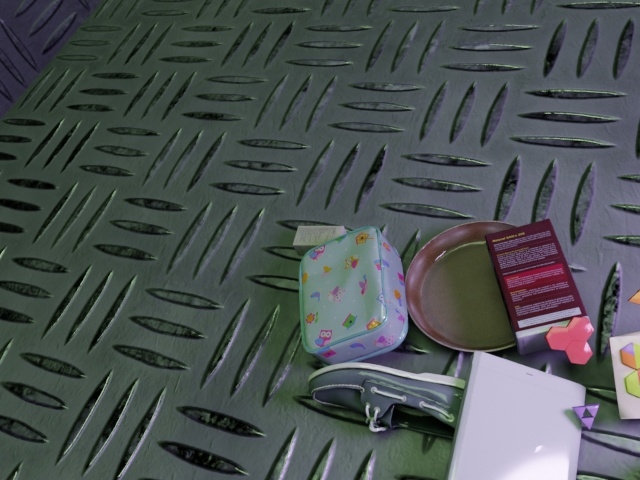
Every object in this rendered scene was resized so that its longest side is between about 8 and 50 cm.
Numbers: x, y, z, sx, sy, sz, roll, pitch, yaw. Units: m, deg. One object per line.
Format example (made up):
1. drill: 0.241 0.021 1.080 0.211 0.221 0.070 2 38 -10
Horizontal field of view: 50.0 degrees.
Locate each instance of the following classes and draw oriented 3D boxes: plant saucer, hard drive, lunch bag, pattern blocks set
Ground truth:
1. plant saucer: 0.325 0.095 1.382 0.310 0.050 0.311 -11 49 14
2. hard drive: 0.320 0.355 1.138 0.203 0.040 0.308 18 58 5
3. lunch bag: 0.059 0.115 1.419 0.224 0.108 0.279 -26 43 24
4. pattern blocks set: 0.565 0.212 1.118 0.324 0.026 0.286 -22 78 10

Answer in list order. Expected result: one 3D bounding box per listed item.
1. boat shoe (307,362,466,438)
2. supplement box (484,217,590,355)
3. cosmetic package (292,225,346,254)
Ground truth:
1. boat shoe: 0.121 0.298 1.259 0.319 0.116 0.099 2 50 17
2. supplement box: 0.400 0.083 1.283 0.130 0.073 0.239 -14 51 11
3. cosmetic package: 0.000 0.000 1.592 0.115 0.041 0.060 2 54 23
